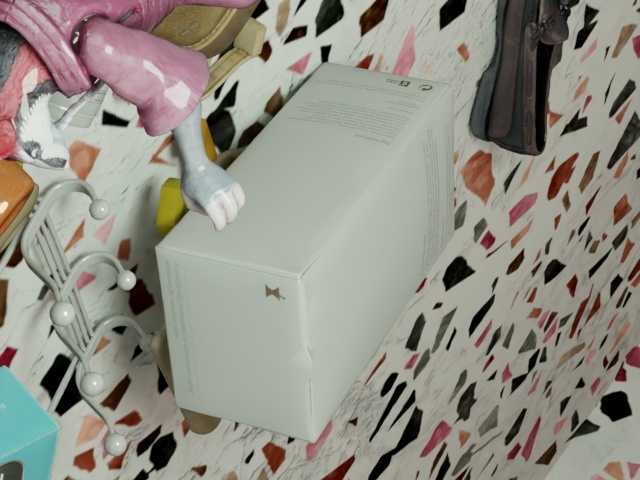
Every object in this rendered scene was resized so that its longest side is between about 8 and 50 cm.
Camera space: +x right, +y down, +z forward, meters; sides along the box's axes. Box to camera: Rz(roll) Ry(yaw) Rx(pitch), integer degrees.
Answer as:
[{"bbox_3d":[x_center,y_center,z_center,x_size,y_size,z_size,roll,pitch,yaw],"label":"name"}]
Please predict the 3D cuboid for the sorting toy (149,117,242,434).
[{"bbox_3d":[-0.103,0.031,1.641,0.307,0.041,0.229,74,29,-57],"label":"sorting toy"}]

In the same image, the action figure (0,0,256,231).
[{"bbox_3d":[-0.132,-0.185,1.143,0.275,0.248,0.370,94,22,-49],"label":"action figure"}]

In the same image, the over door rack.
[{"bbox_3d":[-0.257,0.140,1.443,0.324,0.108,0.239,-54,154,-28],"label":"over door rack"}]

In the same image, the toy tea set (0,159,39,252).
[{"bbox_3d":[-0.344,0.033,1.245,0.336,0.124,0.200,-54,-176,-19],"label":"toy tea set"}]

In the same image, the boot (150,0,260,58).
[{"bbox_3d":[-0.067,-0.298,1.371,0.115,0.112,0.305,19,103,-53],"label":"boot"}]

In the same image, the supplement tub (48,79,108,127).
[{"bbox_3d":[-0.192,-0.151,1.326,0.071,0.071,0.107,6,113,-63],"label":"supplement tub"}]

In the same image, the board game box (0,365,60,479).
[{"bbox_3d":[-0.363,0.264,1.242,0.336,0.079,0.253,-25,147,-38],"label":"board game box"}]

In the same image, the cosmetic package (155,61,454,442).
[{"bbox_3d":[0.000,0.000,1.622,0.365,0.155,0.197,-50,145,-48],"label":"cosmetic package"}]

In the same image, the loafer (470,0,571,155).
[{"bbox_3d":[0.268,-0.242,2.038,0.109,0.095,0.302,-30,142,-46],"label":"loafer"}]

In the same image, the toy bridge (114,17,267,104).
[{"bbox_3d":[-0.116,-0.152,1.516,0.188,0.026,0.063,-28,143,-48],"label":"toy bridge"}]
